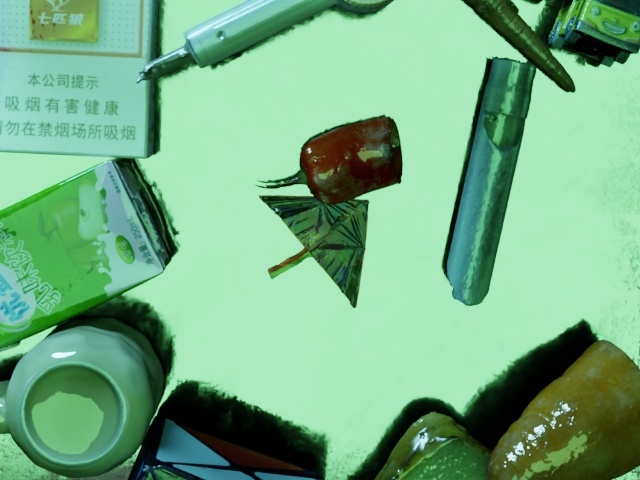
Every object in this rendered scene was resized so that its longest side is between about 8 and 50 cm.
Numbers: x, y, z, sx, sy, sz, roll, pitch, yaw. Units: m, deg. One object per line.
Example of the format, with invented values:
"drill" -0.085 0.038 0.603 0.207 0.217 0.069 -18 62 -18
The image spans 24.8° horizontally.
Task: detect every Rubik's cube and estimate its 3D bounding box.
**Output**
"Rubik's cube" -0.137 0.386 1.765 0.250 0.248 0.246 22 96 -4

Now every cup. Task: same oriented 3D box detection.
"cup" -0.323 0.176 1.761 0.255 0.202 0.173 16 96 -2

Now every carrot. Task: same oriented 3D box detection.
"carrot" 0.230 -0.276 1.799 0.049 0.049 0.254 -44 97 4
"carrot" 0.293 0.246 1.772 0.225 0.159 0.159 -30 96 -14

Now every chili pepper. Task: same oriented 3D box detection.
"chili pepper" 0.012 -0.090 1.798 0.192 0.084 0.086 -15 63 -1

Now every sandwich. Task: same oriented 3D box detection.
"sandwich" 0.144 0.367 1.843 0.226 0.087 0.251 39 94 -17

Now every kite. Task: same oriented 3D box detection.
"kite" 0.000 0.000 1.842 0.159 0.010 0.190 -41 94 4

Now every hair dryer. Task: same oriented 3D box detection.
"hair dryer" -0.062 -0.272 1.728 0.357 0.173 0.108 -25 94 1

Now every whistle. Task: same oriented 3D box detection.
"whistle" 0.210 -0.073 1.811 0.062 0.062 0.312 12 96 -2

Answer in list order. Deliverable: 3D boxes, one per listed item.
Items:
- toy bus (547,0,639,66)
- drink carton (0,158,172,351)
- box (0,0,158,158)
"toy bus" 0.336 -0.267 1.735 0.088 0.175 0.101 22 93 -3
"drink carton" -0.326 0.020 1.793 0.271 0.108 0.161 -24 93 3
"box" -0.305 -0.269 1.769 0.210 0.095 0.330 3 95 -1
